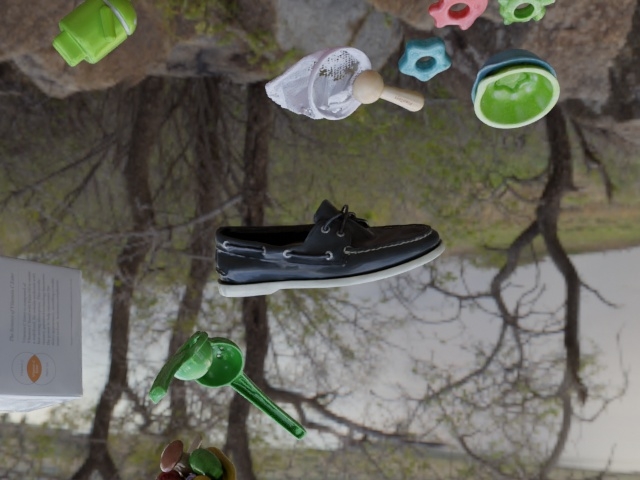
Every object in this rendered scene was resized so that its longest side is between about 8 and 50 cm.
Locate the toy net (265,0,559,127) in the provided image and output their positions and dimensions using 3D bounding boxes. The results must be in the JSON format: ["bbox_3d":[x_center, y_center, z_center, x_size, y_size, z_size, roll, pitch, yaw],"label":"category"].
[{"bbox_3d":[0.069,-0.132,0.645,0.232,0.045,0.122,-8,147,5],"label":"toy net"}]

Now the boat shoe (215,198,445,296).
[{"bbox_3d":[0.001,-0.001,1.165,0.340,0.113,0.127,-8,-165,23],"label":"boat shoe"}]

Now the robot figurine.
[{"bbox_3d":[-0.285,-0.273,1.046,0.067,0.115,0.101,50,165,-16],"label":"robot figurine"}]

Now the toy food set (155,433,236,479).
[{"bbox_3d":[-0.206,0.357,1.220,0.071,0.128,0.218,37,169,-24],"label":"toy food set"}]

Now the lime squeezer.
[{"bbox_3d":[-0.111,0.140,0.817,0.059,0.110,0.310,-27,154,10],"label":"lime squeezer"}]

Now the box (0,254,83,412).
[{"bbox_3d":[-0.548,0.138,1.221,0.168,0.215,0.345,-20,157,36],"label":"box"}]
